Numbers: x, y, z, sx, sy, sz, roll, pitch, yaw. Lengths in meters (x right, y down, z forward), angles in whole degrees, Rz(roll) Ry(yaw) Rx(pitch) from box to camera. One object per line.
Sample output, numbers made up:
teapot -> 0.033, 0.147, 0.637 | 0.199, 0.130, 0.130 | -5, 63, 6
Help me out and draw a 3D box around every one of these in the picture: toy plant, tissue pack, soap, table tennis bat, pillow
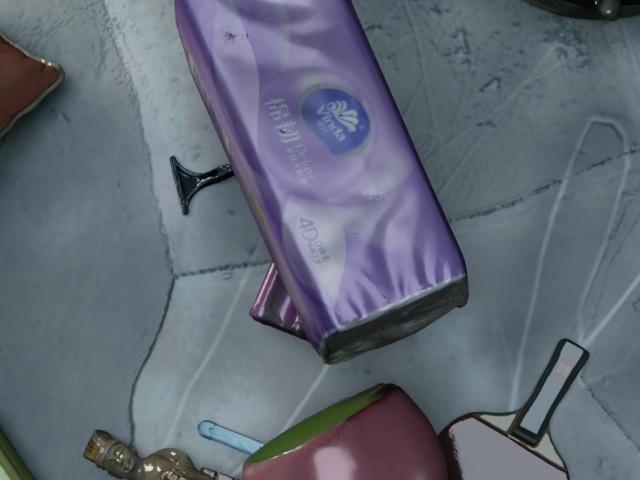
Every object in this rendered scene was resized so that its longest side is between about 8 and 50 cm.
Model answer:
toy plant -> 0.096, 0.312, 1.563 | 0.317, 0.210, 0.356 | -27, 84, -8
tissue pack -> 0.006, -0.068, 1.492 | 0.160, 0.242, 0.338 | -24, 82, -2
soap -> 0.000, 0.000, 1.666 | 0.066, 0.122, 0.203 | 22, 84, 8
table tennis bat -> 0.191, 0.222, 1.666 | 0.154, 0.021, 0.274 | 30, 88, 10
pillow -> -0.388, -0.167, 1.745 | 0.179, 0.075, 0.171 | 39, 69, 16

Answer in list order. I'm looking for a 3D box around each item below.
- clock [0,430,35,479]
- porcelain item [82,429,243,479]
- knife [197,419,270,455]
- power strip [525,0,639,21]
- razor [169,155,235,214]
clock -> -0.410, 0.287, 1.694 | 0.232, 0.069, 0.170 | -36, 81, 1
porcelain item -> -0.147, 0.253, 1.680 | 0.213, 0.054, 0.084 | 27, 84, 10
knife -> -0.083, 0.208, 1.701 | 0.096, 0.010, 0.027 | 20, 85, 11
power strip -> 0.289, -0.392, 1.673 | 0.358, 0.161, 0.357 | -1, 83, 5
razor -> -0.073, -0.086, 1.700 | 0.190, 0.033, 0.066 | -21, 78, 33
